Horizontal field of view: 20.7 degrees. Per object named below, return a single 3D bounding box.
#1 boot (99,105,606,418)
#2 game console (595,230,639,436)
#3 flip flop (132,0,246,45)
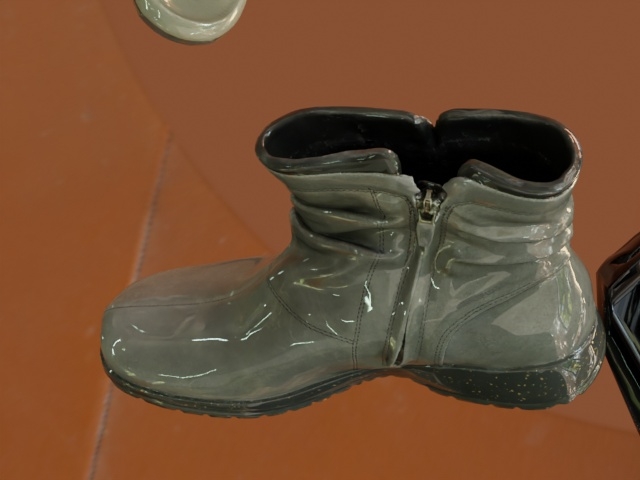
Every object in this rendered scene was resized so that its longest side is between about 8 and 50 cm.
[{"bbox_3d":[0.000,0.000,0.759,0.247,0.083,0.161,-2,141,18],"label":"boot"},{"bbox_3d":[0.322,0.028,1.111,0.044,0.361,0.213,-15,110,57],"label":"game console"},{"bbox_3d":[-0.080,-0.276,1.292,0.112,0.080,0.277,13,65,-8],"label":"flip flop"}]
